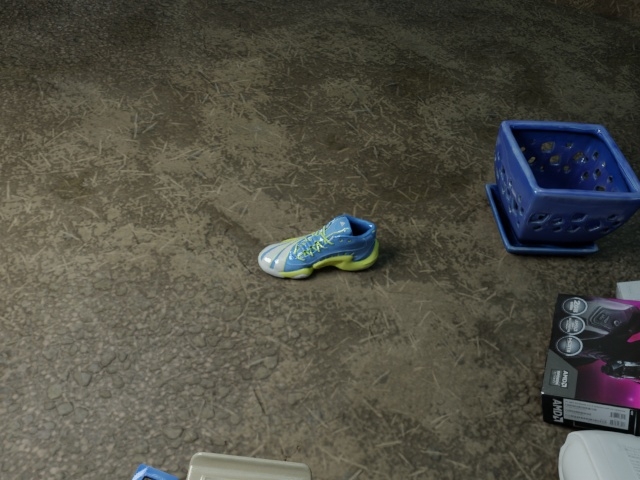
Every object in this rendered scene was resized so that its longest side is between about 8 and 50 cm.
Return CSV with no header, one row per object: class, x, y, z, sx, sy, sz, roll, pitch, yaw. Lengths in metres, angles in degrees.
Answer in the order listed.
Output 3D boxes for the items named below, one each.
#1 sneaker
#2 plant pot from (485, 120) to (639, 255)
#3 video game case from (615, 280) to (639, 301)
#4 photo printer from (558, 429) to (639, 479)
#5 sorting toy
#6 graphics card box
sneaker,0.000,0.000,1.237,0.240,0.126,0.091,-6,48,-15
plant pot,0.485,-0.097,1.343,0.236,0.212,0.236,2,47,-8
video game case,0.707,0.170,1.165,0.270,0.061,0.244,-7,42,16
photo printer,0.483,0.399,0.896,0.256,0.107,0.307,14,25,-3
sorting toy,-0.107,0.407,0.897,0.348,0.047,0.196,7,51,-2
graphics card box,0.570,0.213,1.058,0.371,0.094,0.232,4,45,27
